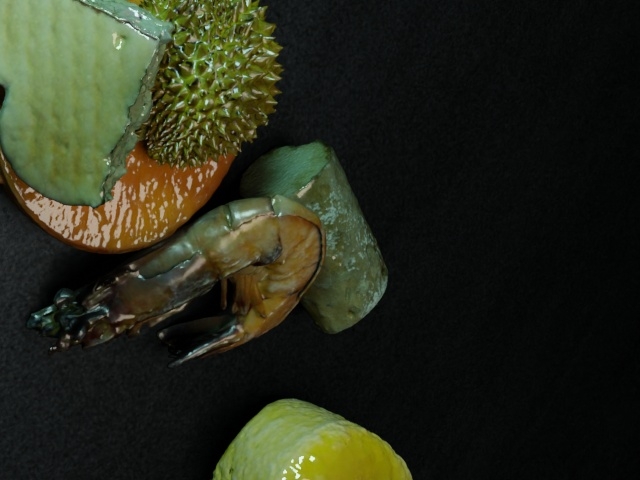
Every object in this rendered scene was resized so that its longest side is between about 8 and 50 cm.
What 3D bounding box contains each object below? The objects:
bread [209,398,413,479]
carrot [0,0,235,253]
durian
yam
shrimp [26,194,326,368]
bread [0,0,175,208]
[{"bbox_3d":[-0.009,0.272,1.381,0.197,0.170,0.197,-14,114,-34],"label":"bread"},{"bbox_3d":[-0.183,-0.143,1.178,0.258,0.100,0.307,7,92,-36],"label":"carrot"},{"bbox_3d":[-0.097,-0.169,1.120,0.146,0.102,0.208,-17,98,-27],"label":"durian"},{"bbox_3d":[0.000,0.000,1.341,0.107,0.107,0.194,-40,125,-19],"label":"yam"},{"bbox_3d":[-0.126,0.056,1.261,0.289,0.075,0.178,-30,137,-6],"label":"shrimp"},{"bbox_3d":[-0.198,-0.146,1.050,0.172,0.064,0.232,-22,99,14],"label":"bread"}]
